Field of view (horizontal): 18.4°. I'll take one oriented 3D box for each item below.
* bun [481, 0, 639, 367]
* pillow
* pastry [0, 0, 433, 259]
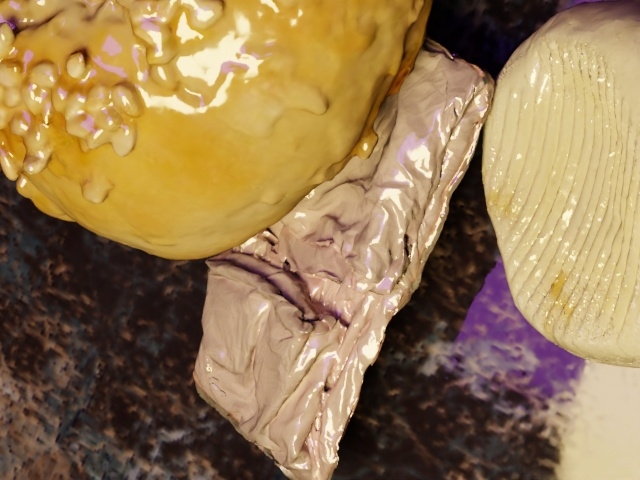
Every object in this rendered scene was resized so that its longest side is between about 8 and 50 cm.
[{"bbox_3d":[0.159,-0.028,0.966,0.183,0.102,0.183,20,114,56],"label":"bun"},{"bbox_3d":[0.000,0.000,1.043,0.135,0.049,0.248,39,112,45],"label":"pillow"},{"bbox_3d":[-0.083,-0.151,0.991,0.284,0.184,0.316,33,107,41],"label":"pastry"}]
